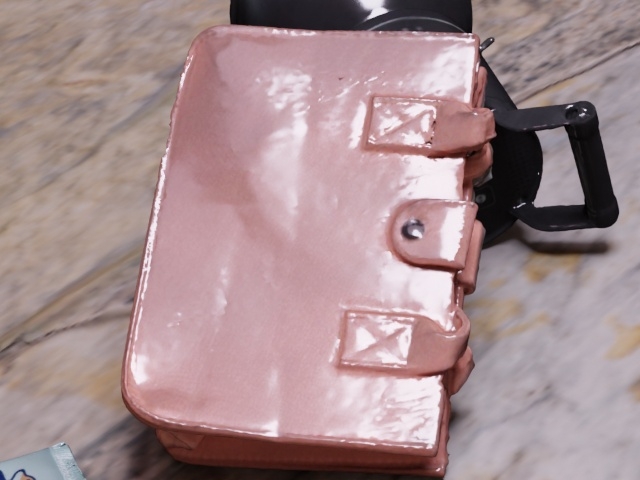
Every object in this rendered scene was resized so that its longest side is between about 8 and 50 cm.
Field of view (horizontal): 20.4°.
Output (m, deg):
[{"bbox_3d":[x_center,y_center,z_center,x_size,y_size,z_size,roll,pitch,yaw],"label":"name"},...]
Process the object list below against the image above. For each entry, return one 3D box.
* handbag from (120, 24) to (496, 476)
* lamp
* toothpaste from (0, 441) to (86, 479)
[{"bbox_3d":[0.000,0.000,0.831,0.157,0.059,0.212,3,66,13],"label":"handbag"},{"bbox_3d":[0.039,-0.073,0.972,0.172,0.147,0.227,-21,41,-2],"label":"lamp"},{"bbox_3d":[-0.202,0.134,0.785,0.205,0.036,0.056,-16,34,-18],"label":"toothpaste"}]
